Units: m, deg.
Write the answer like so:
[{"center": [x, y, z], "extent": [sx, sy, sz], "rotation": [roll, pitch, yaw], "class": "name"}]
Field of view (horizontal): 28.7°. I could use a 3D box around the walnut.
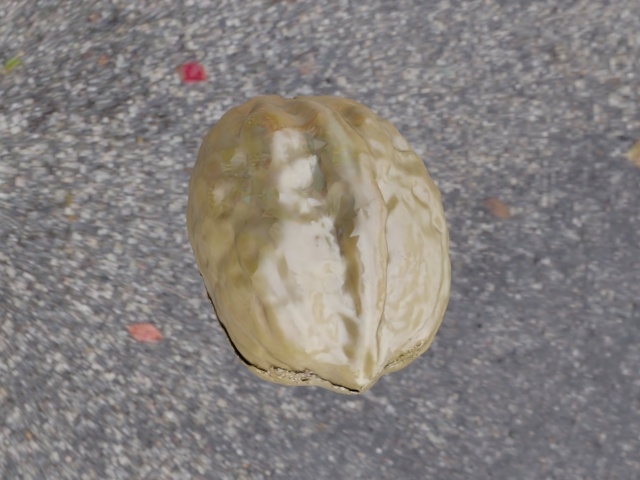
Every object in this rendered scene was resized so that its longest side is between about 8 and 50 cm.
[{"center": [0.000, 0.000, 0.946], "extent": [0.198, 0.198, 0.244], "rotation": [-7, 69, -22], "class": "walnut"}]
